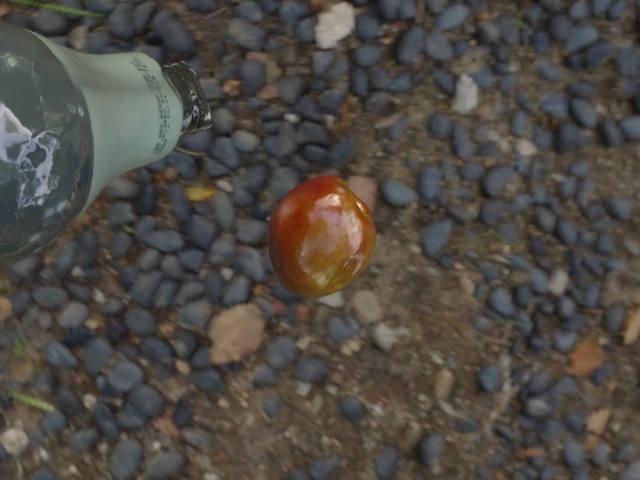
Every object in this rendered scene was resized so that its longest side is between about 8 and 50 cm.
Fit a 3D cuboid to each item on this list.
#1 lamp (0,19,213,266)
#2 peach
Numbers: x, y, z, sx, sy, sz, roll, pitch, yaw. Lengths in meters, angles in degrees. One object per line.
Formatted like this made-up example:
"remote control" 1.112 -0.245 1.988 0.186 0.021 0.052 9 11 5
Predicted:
"lamp" -0.196 -0.069 1.134 0.313 0.182 0.182 0 96 -37
"peach" -0.002 0.000 1.302 0.100 0.100 0.101 -2 96 -18
